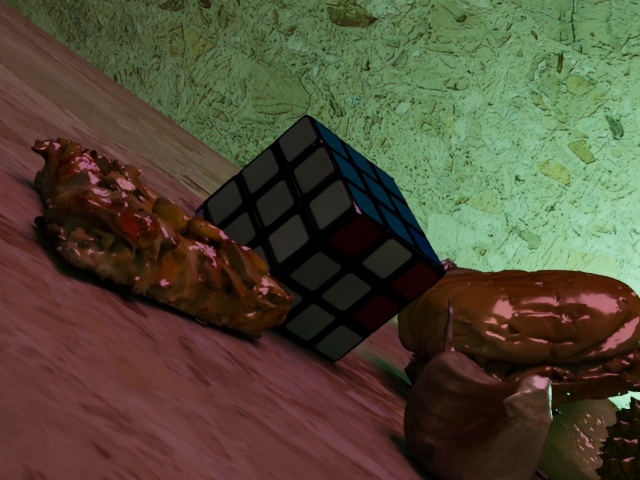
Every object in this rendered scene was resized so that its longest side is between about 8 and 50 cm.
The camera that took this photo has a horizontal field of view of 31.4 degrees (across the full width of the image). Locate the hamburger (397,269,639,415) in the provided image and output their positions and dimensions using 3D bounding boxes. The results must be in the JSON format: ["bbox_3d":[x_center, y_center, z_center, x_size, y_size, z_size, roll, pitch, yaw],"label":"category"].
[{"bbox_3d":[0.246,0.117,1.355,0.319,0.158,0.318,-3,5,0],"label":"hamburger"}]

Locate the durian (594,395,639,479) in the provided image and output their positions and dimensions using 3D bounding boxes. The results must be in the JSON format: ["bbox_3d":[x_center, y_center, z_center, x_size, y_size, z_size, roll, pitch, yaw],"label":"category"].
[{"bbox_3d":[0.398,0.267,1.239,0.176,0.200,0.237,42,5,-23],"label":"durian"}]

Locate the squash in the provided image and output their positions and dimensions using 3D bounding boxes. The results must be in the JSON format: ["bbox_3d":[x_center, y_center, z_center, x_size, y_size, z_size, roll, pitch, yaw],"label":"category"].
[{"bbox_3d":[0.347,0.260,1.511,0.137,0.137,0.287,36,1,19],"label":"squash"}]

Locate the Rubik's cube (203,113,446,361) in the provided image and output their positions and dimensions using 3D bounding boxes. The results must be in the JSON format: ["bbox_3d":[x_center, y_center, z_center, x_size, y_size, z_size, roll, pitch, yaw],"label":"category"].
[{"bbox_3d":[0.000,0.000,1.162,0.162,0.163,0.160,36,21,-43],"label":"Rubik's cube"}]

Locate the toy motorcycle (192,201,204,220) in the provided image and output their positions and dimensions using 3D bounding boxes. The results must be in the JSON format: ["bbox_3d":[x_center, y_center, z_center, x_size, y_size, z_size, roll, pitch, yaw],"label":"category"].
[{"bbox_3d":[-0.102,-0.005,1.348,0.114,0.076,0.205,27,4,-11],"label":"toy motorcycle"}]

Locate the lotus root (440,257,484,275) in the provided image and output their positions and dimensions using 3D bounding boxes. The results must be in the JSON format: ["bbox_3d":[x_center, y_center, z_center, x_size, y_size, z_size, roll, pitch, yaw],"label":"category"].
[{"bbox_3d":[0.299,0.172,1.910,0.349,0.175,0.175,39,5,27],"label":"lotus root"}]

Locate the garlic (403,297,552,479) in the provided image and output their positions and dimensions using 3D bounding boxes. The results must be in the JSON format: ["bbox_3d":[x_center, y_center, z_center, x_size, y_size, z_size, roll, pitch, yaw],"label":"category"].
[{"bbox_3d":[0.127,0.141,0.979,0.091,0.128,0.198,17,11,-16],"label":"garlic"}]

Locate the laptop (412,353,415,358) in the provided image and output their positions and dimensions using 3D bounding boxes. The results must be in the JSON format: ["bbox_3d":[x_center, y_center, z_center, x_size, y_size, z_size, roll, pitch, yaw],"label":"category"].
[{"bbox_3d":[0.236,0.230,1.747,0.188,0.015,0.269,35,3,15],"label":"laptop"}]

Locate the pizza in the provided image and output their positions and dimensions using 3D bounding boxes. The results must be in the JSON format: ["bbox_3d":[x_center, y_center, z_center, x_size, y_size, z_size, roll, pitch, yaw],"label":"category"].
[{"bbox_3d":[-0.167,-0.023,0.949,0.251,0.074,0.288,34,1,29],"label":"pizza"}]
